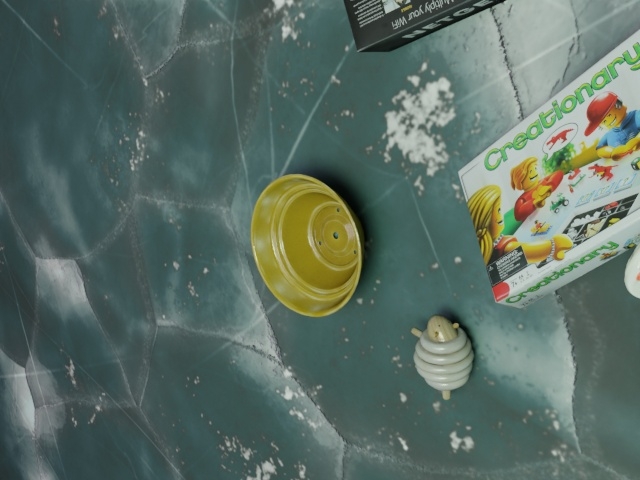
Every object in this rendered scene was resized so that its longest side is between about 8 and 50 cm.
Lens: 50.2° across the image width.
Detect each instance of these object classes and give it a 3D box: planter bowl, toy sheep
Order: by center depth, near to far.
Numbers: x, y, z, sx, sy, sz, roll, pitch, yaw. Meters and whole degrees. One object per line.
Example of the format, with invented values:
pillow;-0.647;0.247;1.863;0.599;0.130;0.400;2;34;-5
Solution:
toy sheep;0.171;0.163;0.951;0.091;0.091;0.132;7;120;39
planter bowl;0.000;0.000;1.044;0.217;0.090;0.217;13;111;37

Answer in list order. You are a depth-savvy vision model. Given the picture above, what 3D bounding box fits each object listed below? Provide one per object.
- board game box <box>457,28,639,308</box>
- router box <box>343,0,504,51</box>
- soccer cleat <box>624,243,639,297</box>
board game box;0.294;-0.078;0.743;0.305;0.053;0.193;-41;46;39
router box;0.149;-0.393;0.814;0.309;0.081;0.243;-12;94;42
soccer cleat;0.383;-0.027;0.714;0.068;0.076;0.196;23;110;-9
